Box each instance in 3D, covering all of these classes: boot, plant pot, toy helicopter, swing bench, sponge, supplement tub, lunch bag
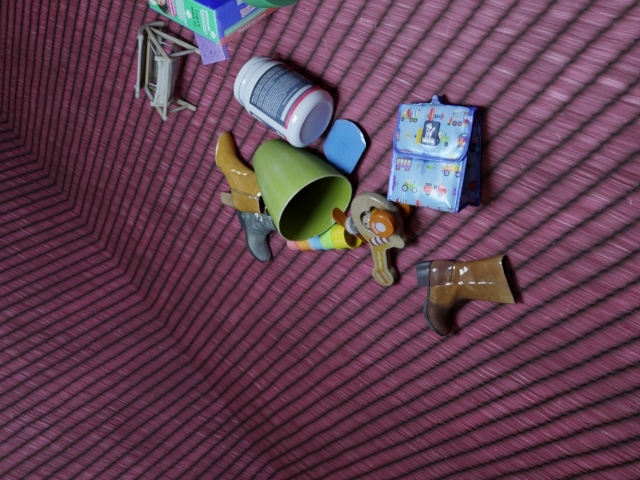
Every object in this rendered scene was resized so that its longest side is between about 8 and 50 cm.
[{"bbox_3d":[-0.275,-0.248,2.053,0.211,0.104,0.295,11,111,30],"label":"boot"},{"bbox_3d":[-0.091,-0.193,1.824,0.293,0.275,0.274,51,140,31],"label":"plant pot"},{"bbox_3d":[0.170,0.000,1.769,0.235,0.140,0.355,13,133,31],"label":"toy helicopter"},{"bbox_3d":[-0.583,-0.629,2.060,0.255,0.165,0.253,38,135,20],"label":"swing bench"},{"bbox_3d":[-0.388,-0.721,1.922,0.117,0.031,0.210,3,115,41],"label":"sponge"},{"bbox_3d":[0.447,0.170,1.665,0.281,0.096,0.264,-5,103,37],"label":"boot"},{"bbox_3d":[-0.113,-0.431,1.721,0.272,0.191,0.191,38,135,19],"label":"supplement tub"},{"bbox_3d":[0.315,-0.242,1.509,0.221,0.138,0.293,14,110,38],"label":"lunch bag"},{"bbox_3d":[-0.216,-0.033,2.143,0.161,0.083,0.246,-10,108,40],"label":"boot"}]

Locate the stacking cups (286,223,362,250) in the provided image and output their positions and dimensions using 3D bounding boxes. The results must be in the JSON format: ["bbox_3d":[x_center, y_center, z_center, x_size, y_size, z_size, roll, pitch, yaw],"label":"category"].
[{"bbox_3d":[0.000,0.000,1.945,0.316,0.096,0.096,-10,107,45],"label":"stacking cups"}]

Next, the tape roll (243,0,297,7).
[{"bbox_3d":[-0.136,-0.773,1.440,0.077,0.321,0.321,13,122,37],"label":"tape roll"}]

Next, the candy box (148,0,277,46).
[{"bbox_3d":[-0.317,-0.743,1.660,0.317,0.268,0.122,33,151,25],"label":"candy box"}]

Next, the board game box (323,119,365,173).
[{"bbox_3d":[0.082,-0.296,1.742,0.133,0.033,0.168,46,132,19],"label":"board game box"}]
